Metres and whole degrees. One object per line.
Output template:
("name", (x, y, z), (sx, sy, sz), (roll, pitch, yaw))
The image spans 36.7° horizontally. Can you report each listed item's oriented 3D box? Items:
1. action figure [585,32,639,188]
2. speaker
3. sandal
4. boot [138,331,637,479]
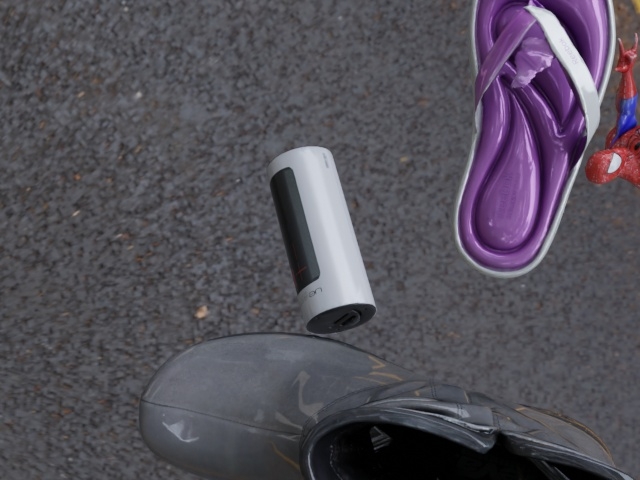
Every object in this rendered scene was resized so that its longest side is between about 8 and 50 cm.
("action figure", (0.359, -0.133, 0.876), (0.280, 0.091, 0.139), (-24, 139, -16))
("speaker", (0.000, 0.000, 0.723), (0.055, 0.055, 0.136), (1, 61, -31))
("sandal", (0.244, -0.159, 1.095), (0.169, 0.102, 0.416), (6, 95, 8))
("boot", (0.018, 0.116, 0.572), (0.338, 0.223, 0.118), (5, 83, 14))
